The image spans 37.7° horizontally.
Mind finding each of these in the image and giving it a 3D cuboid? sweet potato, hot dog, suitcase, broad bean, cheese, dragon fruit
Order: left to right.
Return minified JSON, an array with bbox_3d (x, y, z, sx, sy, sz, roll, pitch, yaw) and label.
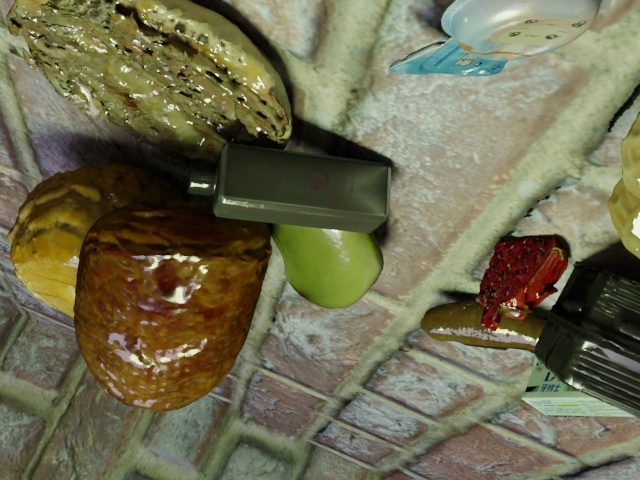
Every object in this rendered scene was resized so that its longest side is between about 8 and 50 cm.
[{"bbox_3d":[-0.205,0.081,1.312,0.267,0.174,0.387,4,136,-17],"label":"hot dog"},{"bbox_3d":[0.000,0.000,1.320,0.189,0.121,0.263,20,156,32],"label":"broad bean"},{"bbox_3d":[0.272,0.126,1.398,0.243,0.077,0.077,2,150,26],"label":"sweet potato"},{"bbox_3d":[0.156,-0.182,0.796,0.135,0.052,0.244,0,170,-19],"label":"cheese"},{"bbox_3d":[0.260,0.062,1.190,0.063,0.131,0.097,34,164,-35],"label":"dragon fruit"},{"bbox_3d":[0.435,0.158,1.096,0.335,0.152,0.229,23,-178,3],"label":"suitcase"}]

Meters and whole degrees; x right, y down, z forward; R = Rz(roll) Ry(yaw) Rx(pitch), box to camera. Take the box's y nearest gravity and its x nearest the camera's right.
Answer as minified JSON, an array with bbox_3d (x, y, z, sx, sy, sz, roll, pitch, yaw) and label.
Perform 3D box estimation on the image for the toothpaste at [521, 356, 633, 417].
[{"bbox_3d":[0.445,0.217,1.401,0.067,0.081,0.336,35,156,-22],"label":"toothpaste"}]

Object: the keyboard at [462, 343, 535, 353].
[{"bbox_3d":[0.296,0.149,1.489,0.262,0.016,0.106,2,150,43],"label":"keyboard"}]

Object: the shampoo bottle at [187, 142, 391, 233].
[{"bbox_3d":[-0.040,-0.065,1.159,0.246,0.080,0.079,6,166,-11],"label":"shampoo bottle"}]

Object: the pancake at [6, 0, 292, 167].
[{"bbox_3d":[-0.200,-0.197,1.139,0.382,0.071,0.382,19,161,7],"label":"pancake"}]

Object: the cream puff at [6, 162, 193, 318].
[{"bbox_3d":[-0.330,0.006,1.526,0.327,0.231,0.343,27,152,-20],"label":"cream puff"}]

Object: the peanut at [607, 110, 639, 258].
[{"bbox_3d":[0.367,-0.042,0.860,0.196,0.110,0.233,13,156,14],"label":"peanut"}]
